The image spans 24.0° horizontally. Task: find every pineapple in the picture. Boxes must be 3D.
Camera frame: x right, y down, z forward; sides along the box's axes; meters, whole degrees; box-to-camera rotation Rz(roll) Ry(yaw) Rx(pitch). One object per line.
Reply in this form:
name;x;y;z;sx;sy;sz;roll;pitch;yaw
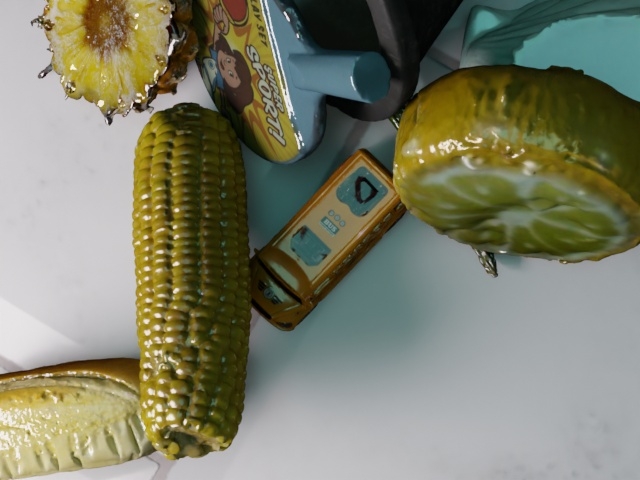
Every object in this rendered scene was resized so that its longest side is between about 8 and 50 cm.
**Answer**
pineapple;-0.208;-0.219;1.517;0.221;0.047;0.221;9;106;34

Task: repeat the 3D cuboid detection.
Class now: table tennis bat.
table tennis bat;-0.042;-0.168;1.410;0.044;0.329;0.215;-24;113;-25

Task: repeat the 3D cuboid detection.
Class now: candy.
candy;0.195;-0.068;1.388;0.260;0.260;0.118;10;70;8

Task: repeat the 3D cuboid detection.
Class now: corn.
corn;-0.126;0.032;1.460;0.120;0.120;0.363;-5;69;8

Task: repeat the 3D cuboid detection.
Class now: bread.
bread;-0.266;0.177;1.498;0.236;0.140;0.106;-10;90;6

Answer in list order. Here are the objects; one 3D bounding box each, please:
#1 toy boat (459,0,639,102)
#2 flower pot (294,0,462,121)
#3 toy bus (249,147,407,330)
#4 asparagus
toy boat;0.279;-0.159;1.455;0.290;0.100;0.199;8;90;6
flower pot;0.046;-0.321;1.397;0.251;0.379;0.379;-36;83;-17
toy bus;0.000;0.000;1.492;0.083;0.088;0.194;44;94;6
asparagus;0.118;-0.063;1.513;0.023;0.022;0.233;-25;80;-38
